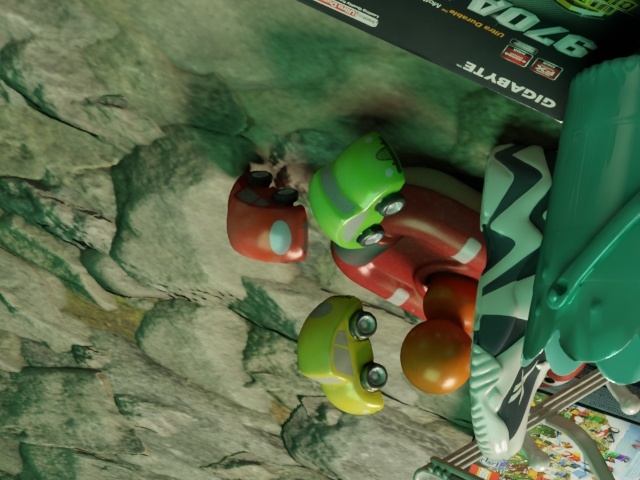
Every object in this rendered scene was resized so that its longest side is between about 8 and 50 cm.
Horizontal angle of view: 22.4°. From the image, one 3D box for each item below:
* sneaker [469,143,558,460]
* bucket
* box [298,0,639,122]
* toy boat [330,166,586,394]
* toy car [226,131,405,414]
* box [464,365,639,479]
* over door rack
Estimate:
[{"bbox_3d":[0.190,0.050,1.192,0.153,0.235,0.094,4,176,6],"label":"sneaker"},{"bbox_3d":[0.264,0.000,0.980,0.281,0.183,0.281,5,174,1],"label":"bucket"},{"bbox_3d":[0.100,-0.175,1.015,0.220,0.051,0.175,24,151,-7],"label":"box"},{"bbox_3d":[0.109,0.056,1.292,0.231,0.151,0.151,29,150,-13],"label":"toy boat"},{"bbox_3d":[0.000,0.000,1.250,0.239,0.053,0.225,60,147,23],"label":"toy car"},{"bbox_3d":[0.232,0.188,1.542,0.159,0.044,0.233,17,150,6],"label":"box"},{"bbox_3d":[0.254,0.177,1.220,0.324,0.239,0.108,-2,112,60],"label":"over door rack"}]
